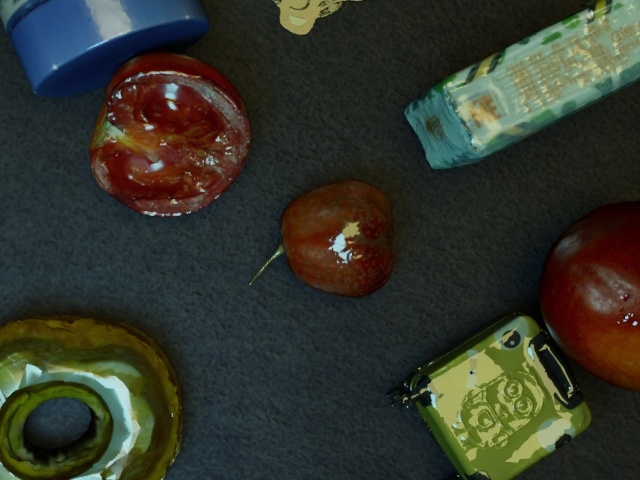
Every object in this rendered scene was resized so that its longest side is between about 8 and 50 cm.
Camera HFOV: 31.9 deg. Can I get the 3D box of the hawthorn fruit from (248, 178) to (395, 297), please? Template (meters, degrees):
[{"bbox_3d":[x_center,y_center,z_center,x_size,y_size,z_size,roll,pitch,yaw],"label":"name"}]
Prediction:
[{"bbox_3d":[0.000,0.000,1.530,0.203,0.162,0.163,-1,87,7],"label":"hawthorn fruit"}]

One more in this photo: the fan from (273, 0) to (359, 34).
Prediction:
[{"bbox_3d":[-0.033,-0.419,1.606,0.152,0.008,0.227,-30,91,-7],"label":"fan"}]

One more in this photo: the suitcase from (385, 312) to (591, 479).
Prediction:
[{"bbox_3d":[0.233,0.223,1.541,0.234,0.143,0.194,-31,91,-8],"label":"suitcase"}]

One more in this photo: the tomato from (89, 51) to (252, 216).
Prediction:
[{"bbox_3d":[-0.197,-0.157,1.497,0.200,0.140,0.233,19,126,-18],"label":"tomato"}]

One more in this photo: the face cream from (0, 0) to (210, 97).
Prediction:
[{"bbox_3d":[-0.295,-0.333,1.443,0.249,0.249,0.225,-22,91,-9],"label":"face cream"}]

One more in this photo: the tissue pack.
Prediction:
[{"bbox_3d":[0.289,-0.216,1.529,0.310,0.228,0.128,-27,92,-9],"label":"tissue pack"}]

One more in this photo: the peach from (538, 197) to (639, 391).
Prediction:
[{"bbox_3d":[0.405,0.098,1.488,0.201,0.362,0.258,-28,107,14],"label":"peach"}]

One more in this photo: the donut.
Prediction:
[{"bbox_3d":[-0.341,0.238,1.452,0.329,0.160,0.330,1,80,-7],"label":"donut"}]
